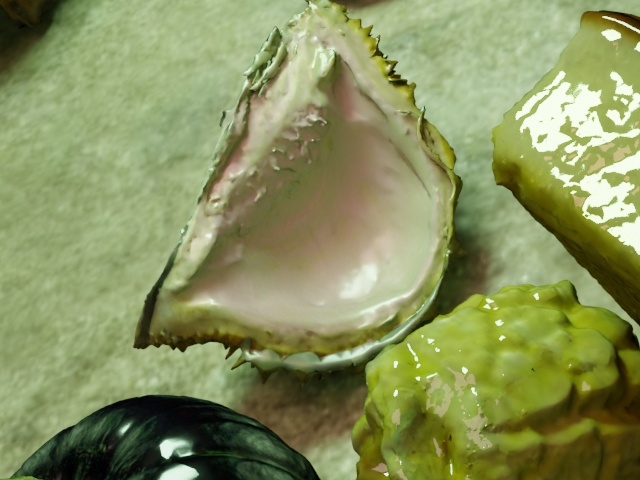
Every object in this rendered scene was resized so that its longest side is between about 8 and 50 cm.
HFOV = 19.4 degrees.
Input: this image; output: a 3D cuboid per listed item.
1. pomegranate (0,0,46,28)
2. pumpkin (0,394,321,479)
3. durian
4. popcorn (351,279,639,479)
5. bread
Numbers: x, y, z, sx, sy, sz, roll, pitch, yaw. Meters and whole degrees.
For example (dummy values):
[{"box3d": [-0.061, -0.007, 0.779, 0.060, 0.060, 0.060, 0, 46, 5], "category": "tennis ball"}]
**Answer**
[{"box3d": [-0.383, -0.349, 1.838, 0.342, 0.342, 0.342, -17, 52, 23], "category": "pomegranate"}, {"box3d": [-0.137, 0.227, 1.291, 0.296, 0.296, 0.296, -17, 52, 23], "category": "pumpkin"}, {"box3d": [0.014, -0.006, 1.446, 0.196, 0.185, 0.305, 25, 80, 22], "category": "durian"}, {"box3d": [0.107, 0.154, 1.217, 0.286, 0.225, 0.174, -50, 43, -7], "category": "popcorn"}, {"box3d": [0.289, 0.039, 1.105, 0.143, 0.333, 0.323, -48, 48, 1], "category": "bread"}]
